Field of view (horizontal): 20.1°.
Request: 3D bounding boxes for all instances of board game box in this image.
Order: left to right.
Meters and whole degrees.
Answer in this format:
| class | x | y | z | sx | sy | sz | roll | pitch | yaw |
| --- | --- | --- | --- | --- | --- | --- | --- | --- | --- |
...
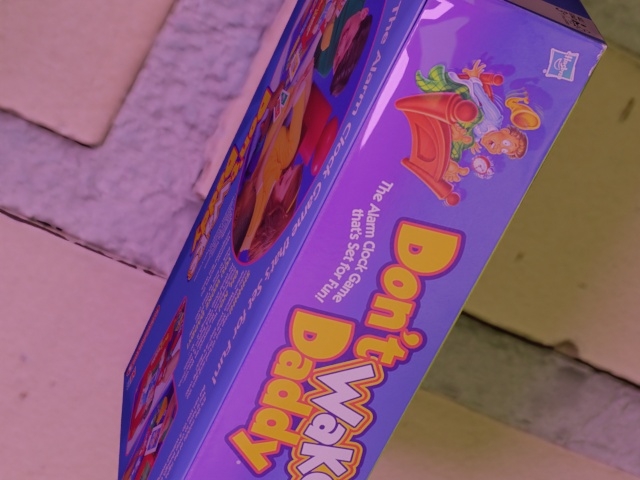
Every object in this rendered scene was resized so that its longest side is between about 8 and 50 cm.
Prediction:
| class | x | y | z | sx | sy | sz | roll | pitch | yaw |
| --- | --- | --- | --- | --- | --- | --- | --- | --- | --- |
| board game box | 0.000 | 0.000 | 0.870 | 0.078 | 0.233 | 0.347 | 21 | 114 | -14 |
